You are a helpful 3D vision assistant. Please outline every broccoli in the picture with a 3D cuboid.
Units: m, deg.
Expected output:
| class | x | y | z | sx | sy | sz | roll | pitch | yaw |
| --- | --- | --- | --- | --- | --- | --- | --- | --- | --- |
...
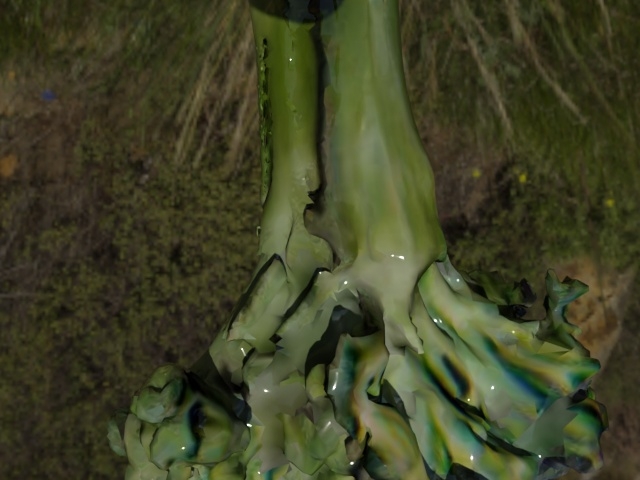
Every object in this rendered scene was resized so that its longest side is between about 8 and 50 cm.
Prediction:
| class | x | y | z | sx | sy | sz | roll | pitch | yaw |
| --- | --- | --- | --- | --- | --- | --- | --- | --- | --- |
| broccoli | -0.013 | 0.013 | 0.368 | 0.198 | 0.274 | 0.177 | -35 | -156 | -27 |
